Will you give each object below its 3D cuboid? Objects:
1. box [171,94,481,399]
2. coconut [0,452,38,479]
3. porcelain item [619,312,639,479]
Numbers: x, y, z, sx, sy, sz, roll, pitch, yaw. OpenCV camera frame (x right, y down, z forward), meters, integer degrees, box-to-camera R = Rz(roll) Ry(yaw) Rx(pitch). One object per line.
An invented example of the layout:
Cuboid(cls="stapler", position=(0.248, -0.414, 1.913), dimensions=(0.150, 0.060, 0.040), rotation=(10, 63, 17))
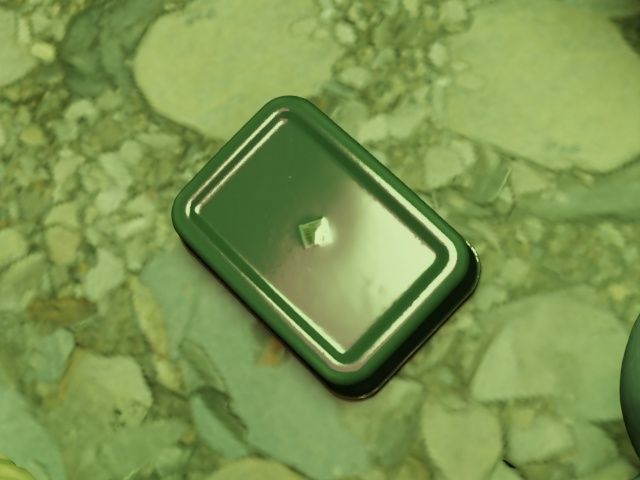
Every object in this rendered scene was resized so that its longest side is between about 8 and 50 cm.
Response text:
Cuboid(cls="box", position=(0.000, 0.000, 0.502), dimensions=(0.091, 0.031, 0.126), rotation=(-45, 73, -2))
Cuboid(cls="coconut", position=(-0.171, 0.232, 0.323), dimensions=(0.405, 0.404, 0.404), rotation=(-3, 75, 11))
Cuboid(cls="porcelain item", position=(0.208, 0.031, 0.403), dimensions=(0.259, 0.141, 0.141), rotation=(-43, 71, -10))
